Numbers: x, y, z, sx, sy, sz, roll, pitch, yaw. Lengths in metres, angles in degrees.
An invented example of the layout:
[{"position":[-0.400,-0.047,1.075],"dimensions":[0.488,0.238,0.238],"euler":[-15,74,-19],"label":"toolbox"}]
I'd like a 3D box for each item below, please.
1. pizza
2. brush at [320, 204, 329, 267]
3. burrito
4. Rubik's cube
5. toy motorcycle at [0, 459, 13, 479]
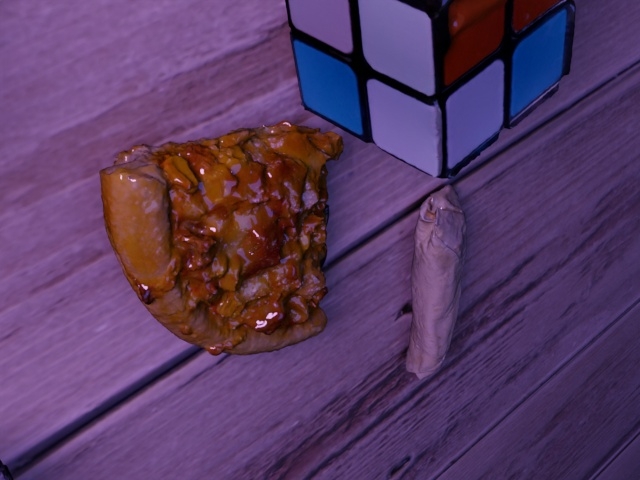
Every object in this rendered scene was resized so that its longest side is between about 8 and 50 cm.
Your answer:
[{"position":[-0.055,-0.008,0.821],"dimensions":[0.226,0.086,0.335],"euler":[-51,144,-6],"label":"pizza"},{"position":[0.000,0.000,0.957],"dimensions":[0.024,0.008,0.083],"euler":[-19,131,-38],"label":"brush"},{"position":[0.136,0.062,1.130],"dimensions":[0.082,0.059,0.275],"euler":[-45,147,-42],"label":"burrito"},{"position":[0.091,-0.185,0.778],"dimensions":[0.183,0.167,0.180],"euler":[-39,143,-23],"label":"Rubik's cube"},{"position":[-0.341,0.225,0.634],"dimensions":[0.239,0.108,0.204],"euler":[-58,146,2],"label":"toy motorcycle"}]
